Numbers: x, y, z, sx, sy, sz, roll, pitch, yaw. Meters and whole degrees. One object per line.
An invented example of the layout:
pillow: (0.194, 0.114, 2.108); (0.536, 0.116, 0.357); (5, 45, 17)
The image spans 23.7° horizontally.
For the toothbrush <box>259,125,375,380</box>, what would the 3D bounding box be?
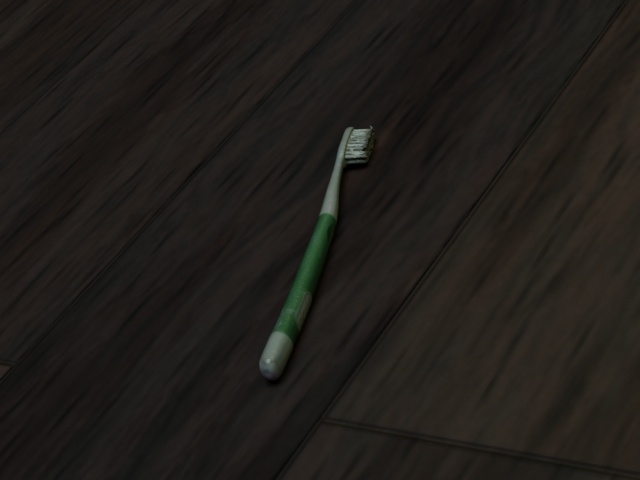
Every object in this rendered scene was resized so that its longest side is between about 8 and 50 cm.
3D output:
toothbrush: (0.000, 0.000, 0.985); (0.024, 0.018, 0.257); (-2, 37, 19)
